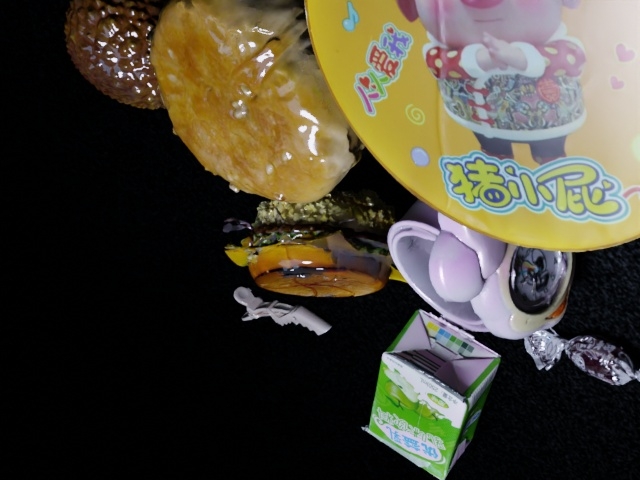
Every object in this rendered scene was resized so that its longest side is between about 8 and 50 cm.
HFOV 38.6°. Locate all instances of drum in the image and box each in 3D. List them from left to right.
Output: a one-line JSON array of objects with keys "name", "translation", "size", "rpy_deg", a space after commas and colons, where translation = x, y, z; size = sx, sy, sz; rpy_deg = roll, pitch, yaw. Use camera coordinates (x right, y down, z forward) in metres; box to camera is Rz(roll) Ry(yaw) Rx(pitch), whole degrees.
[{"name": "drum", "translation": [0.204, -0.209, 0.842], "size": [0.431, 0.214, 0.431], "rpy_deg": [28, 143, 23]}]

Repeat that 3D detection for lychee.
[{"name": "lychee", "translation": [-0.266, -0.290, 1.295], "size": [0.238, 0.200, 0.200], "rpy_deg": [45, 147, 13]}]

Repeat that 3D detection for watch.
[{"name": "watch", "translation": [0.178, 0.009, 1.137], "size": [0.217, 0.211, 0.248], "rpy_deg": [12, 144, 52]}]

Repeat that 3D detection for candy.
[{"name": "candy", "translation": [0.357, 0.150, 1.202], "size": [0.226, 0.051, 0.094], "rpy_deg": [17, 134, 37]}]

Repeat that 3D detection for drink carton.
[{"name": "drink carton", "translation": [0.171, 0.248, 1.456], "size": [0.161, 0.108, 0.271], "rpy_deg": [31, 143, 21]}]

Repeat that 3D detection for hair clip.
[{"name": "hair clip", "translation": [-0.073, 0.127, 1.660], "size": [0.226, 0.034, 0.072], "rpy_deg": [6, 129, 43]}]

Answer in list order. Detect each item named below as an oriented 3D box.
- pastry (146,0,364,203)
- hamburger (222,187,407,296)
[{"name": "pastry", "translation": [-0.064, -0.204, 1.161], "size": [0.316, 0.184, 0.284], "rpy_deg": [43, 140, 5]}, {"name": "hamburger", "translation": [0.000, 0.000, 1.285], "size": [0.243, 0.138, 0.262], "rpy_deg": [-7, 163, 32]}]
